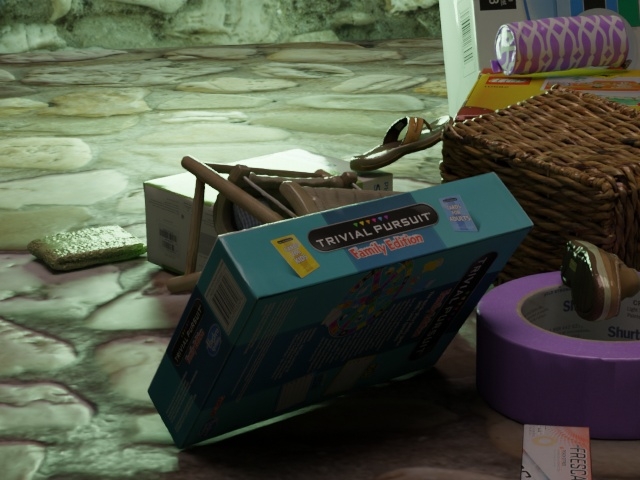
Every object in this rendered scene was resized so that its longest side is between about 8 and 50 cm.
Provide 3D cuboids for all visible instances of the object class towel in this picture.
[{"bbox_3d":[-0.326,0.011,2.020,0.148,0.027,0.110,-11,20,-30],"label":"towel"}]

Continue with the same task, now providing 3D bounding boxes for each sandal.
[{"bbox_3d":[0.114,-0.144,1.990,0.180,0.049,0.072,-24,14,-27],"label":"sandal"}]

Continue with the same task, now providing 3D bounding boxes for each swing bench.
[{"bbox_3d":[0.000,0.000,1.702,0.255,0.165,0.253,11,6,41],"label":"swing bench"}]

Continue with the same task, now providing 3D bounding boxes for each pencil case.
[{"bbox_3d":[0.371,-0.299,2.209,0.206,0.086,0.088,-4,-18,-15],"label":"pencil case"}]

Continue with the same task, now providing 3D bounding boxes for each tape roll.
[{"bbox_3d":[0.303,0.114,1.524,0.275,0.090,0.275,-2,16,0],"label":"tape roll"}]

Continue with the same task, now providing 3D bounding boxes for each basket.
[{"bbox_3d":[0.324,-0.044,1.802,0.223,0.213,0.299,-21,31,-34],"label":"basket"}]

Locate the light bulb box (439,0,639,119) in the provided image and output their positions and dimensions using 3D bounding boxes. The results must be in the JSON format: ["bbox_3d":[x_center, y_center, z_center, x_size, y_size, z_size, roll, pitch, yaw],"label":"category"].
[{"bbox_3d":[0.416,-0.376,2.569,0.361,0.357,0.225,-5,0,-10],"label":"light bulb box"}]

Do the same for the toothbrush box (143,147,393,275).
[{"bbox_3d":[-0.070,-0.032,1.974,0.283,0.122,0.206,-17,23,-38],"label":"toothbrush box"}]

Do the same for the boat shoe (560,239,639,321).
[{"bbox_3d":[0.303,0.040,1.512,0.072,0.068,0.190,10,17,-1],"label":"boat shoe"}]

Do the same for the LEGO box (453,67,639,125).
[{"bbox_3d":[0.459,-0.127,2.103,0.500,0.193,0.372,2,17,13],"label":"LEGO box"}]

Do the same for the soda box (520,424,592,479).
[{"bbox_3d":[0.203,0.222,1.238,0.063,0.058,0.183,1,17,9],"label":"soda box"}]

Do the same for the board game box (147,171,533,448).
[{"bbox_3d":[0.018,0.067,1.437,0.336,0.253,0.079,-14,59,-35],"label":"board game box"}]
